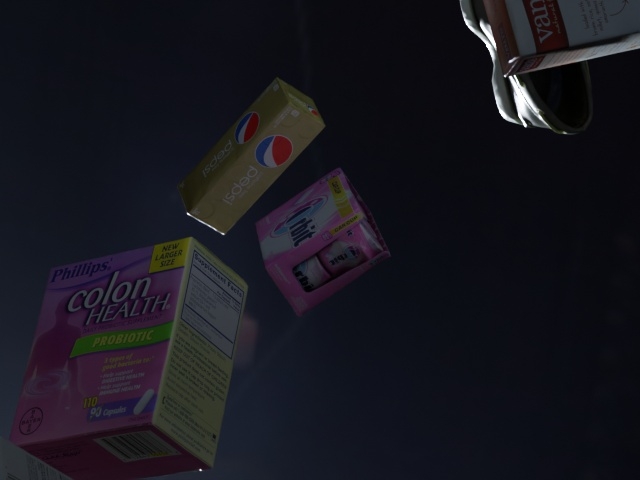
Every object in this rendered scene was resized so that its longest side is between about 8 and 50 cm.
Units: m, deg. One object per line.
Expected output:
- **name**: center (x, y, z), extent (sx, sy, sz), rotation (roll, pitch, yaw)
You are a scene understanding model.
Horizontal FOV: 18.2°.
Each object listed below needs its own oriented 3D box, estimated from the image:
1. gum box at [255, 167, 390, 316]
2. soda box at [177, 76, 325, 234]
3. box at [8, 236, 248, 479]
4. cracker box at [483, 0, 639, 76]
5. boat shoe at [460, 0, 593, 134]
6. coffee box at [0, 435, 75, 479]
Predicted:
- **gum box**: center (0.000, 0.000, 1.977), extent (0.107, 0.062, 0.188), rotation (-33, -165, 4)
- **soda box**: center (-0.080, -0.096, 2.283), extent (0.061, 0.181, 0.058), rotation (30, -159, -36)
- **box**: center (-0.218, 0.142, 2.281), extent (0.213, 0.243, 0.117), rotation (-12, 143, 32)
- **cracker box**: center (0.239, -0.232, 1.580), extent (0.232, 0.156, 0.067), rotation (-13, 172, -8)
- **boat shoe**: center (0.226, -0.227, 2.145), extent (0.091, 0.305, 0.109), rotation (24, -115, 34)
- **coffee box**: center (-0.249, 0.281, 1.726), extent (0.246, 0.141, 0.098), rotation (41, -154, -45)
